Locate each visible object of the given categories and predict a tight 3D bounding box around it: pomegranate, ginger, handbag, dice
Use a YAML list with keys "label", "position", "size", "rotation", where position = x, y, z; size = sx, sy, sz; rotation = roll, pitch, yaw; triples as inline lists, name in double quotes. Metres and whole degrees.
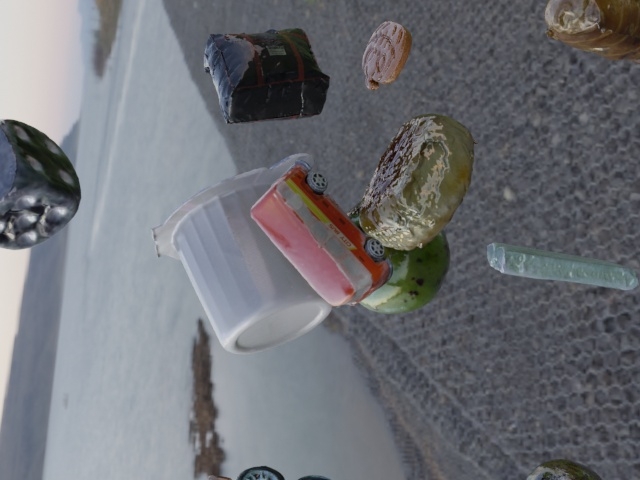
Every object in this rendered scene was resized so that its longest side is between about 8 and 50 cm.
- label: "pomegranate"
  position: [0.360, 0.400, 1.191]
  size: [0.163, 0.126, 0.138]
  rotation: [-50, -19, -70]
- label: "pomegranate"
  position: [0.099, 0.020, 1.284]
  size: [0.202, 0.248, 0.202]
  rotation: [-1, 88, 30]
- label: "ginger"
  position: [0.616, -0.494, 1.682]
  size: [0.176, 0.418, 0.254]
  rotation: [-4, 88, 55]
- label: "handbag"
  position: [-0.105, -0.318, 1.536]
  size: [0.169, 0.215, 0.155]
  rotation: [61, 148, 34]
- label: "dice"
  position: [-0.572, -0.103, 1.505]
  size: [0.181, 0.183, 0.182]
  rotation: [-36, 64, 13]

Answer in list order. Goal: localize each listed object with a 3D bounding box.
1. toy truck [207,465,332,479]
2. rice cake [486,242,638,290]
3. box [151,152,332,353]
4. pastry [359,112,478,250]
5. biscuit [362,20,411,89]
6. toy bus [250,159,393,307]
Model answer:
- label: "toy truck"
  position: [0.024, 0.334, 0.782]
  size: [0.162, 0.306, 0.136]
  rotation: [-69, -17, -65]
- label: "rice cake"
  position: [0.351, 0.039, 1.188]
  size: [0.085, 0.226, 0.040]
  rotation: [-153, 72, -73]
- label: "box"
  position: [-0.077, 0.034, 1.221]
  size: [0.291, 0.262, 0.206]
  rotation: [-35, 67, 25]
- label: "pastry"
  position: [0.128, -0.078, 1.054]
  size: [0.182, 0.093, 0.192]
  rotation: [-67, 12, -11]
- label: "biscuit"
  position: [0.070, -0.206, 0.900]
  size: [0.078, 0.015, 0.091]
  rotation: [-65, 27, 12]
- label: "toy bus"
  position: [0.000, 0.000, 0.917]
  size: [0.079, 0.174, 0.077]
  rotation: [-40, 1, 45]
